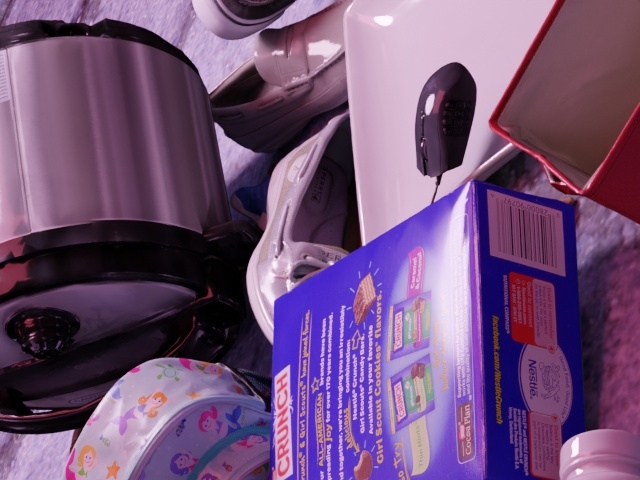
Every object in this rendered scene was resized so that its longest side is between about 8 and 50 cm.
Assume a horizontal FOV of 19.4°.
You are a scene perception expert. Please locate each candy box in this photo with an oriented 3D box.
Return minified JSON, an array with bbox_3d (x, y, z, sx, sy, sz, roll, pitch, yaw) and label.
[{"bbox_3d":[0.083,0.131,1.604,0.317,0.122,0.268,-30,52,49],"label":"candy box"}]

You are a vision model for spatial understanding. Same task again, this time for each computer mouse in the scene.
[{"bbox_3d":[0.097,-0.052,1.769,0.071,0.041,0.242,11,90,57],"label":"computer mouse"}]

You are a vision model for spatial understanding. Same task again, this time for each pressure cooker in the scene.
[{"bbox_3d":[-0.281,0.010,2.104,0.370,0.375,0.420,-51,44,50],"label":"pressure cooker"}]

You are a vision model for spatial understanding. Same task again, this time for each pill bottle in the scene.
[{"bbox_3d":[0.208,0.225,1.344,0.094,0.094,0.169,-39,36,43],"label":"pill bottle"}]

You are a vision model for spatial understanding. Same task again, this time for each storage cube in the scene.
[{"bbox_3d":[0.278,-0.104,1.393,0.215,0.193,0.183,-60,26,9],"label":"storage cube"}]

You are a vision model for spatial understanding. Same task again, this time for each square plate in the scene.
[{"bbox_3d":[0.146,-0.188,1.853,0.347,0.049,0.344,-40,41,41],"label":"square plate"}]

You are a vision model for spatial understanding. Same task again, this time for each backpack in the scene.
[{"bbox_3d":[-0.114,0.233,1.778,0.191,0.253,0.225,34,97,45],"label":"backpack"}]

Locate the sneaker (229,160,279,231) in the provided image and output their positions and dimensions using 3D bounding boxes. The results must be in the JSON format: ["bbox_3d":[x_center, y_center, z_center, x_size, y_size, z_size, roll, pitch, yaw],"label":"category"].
[{"bbox_3d":[-0.051,-0.055,2.141,0.085,0.058,0.152,-60,22,3],"label":"sneaker"}]

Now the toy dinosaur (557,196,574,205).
[{"bbox_3d":[0.154,0.024,1.680,0.183,0.053,0.092,-60,27,10],"label":"toy dinosaur"}]

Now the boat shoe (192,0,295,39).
[{"bbox_3d":[-0.027,-0.353,2.175,0.119,0.121,0.335,-23,20,45],"label":"boat shoe"}]

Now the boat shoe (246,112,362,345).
[{"bbox_3d":[0.002,0.000,1.925,0.103,0.118,0.320,-50,22,38],"label":"boat shoe"}]

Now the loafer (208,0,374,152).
[{"bbox_3d":[-0.025,-0.202,2.159,0.319,0.111,0.112,-38,36,44],"label":"loafer"}]

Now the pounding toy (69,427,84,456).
[{"bbox_3d":[-0.295,0.341,2.139,0.155,0.154,0.270,-26,45,53],"label":"pounding toy"}]
